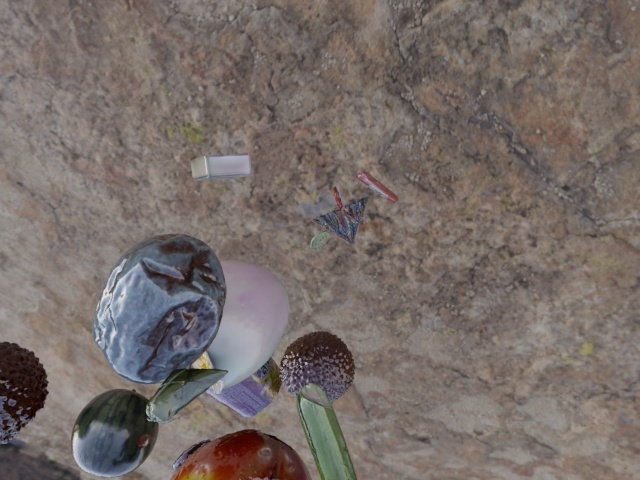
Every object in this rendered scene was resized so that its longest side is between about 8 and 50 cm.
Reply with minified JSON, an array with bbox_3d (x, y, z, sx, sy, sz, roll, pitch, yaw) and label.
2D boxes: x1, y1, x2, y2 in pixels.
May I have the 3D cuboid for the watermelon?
[{"bbox_3d":[-0.516,0.483,1.181,0.212,0.212,0.212,8,134,8],"label":"watermelon"}]

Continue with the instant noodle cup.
[{"bbox_3d":[-0.322,0.529,1.885,0.340,0.339,0.266,-22,120,31],"label":"instant noodle cup"}]

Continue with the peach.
[{"bbox_3d":[-0.206,0.626,1.033,0.339,0.353,0.416,47,137,-1],"label":"peach"}]

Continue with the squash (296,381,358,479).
[{"bbox_3d":[0.014,0.386,0.880,0.069,0.238,0.069,-20,166,-5],"label":"squash"}]

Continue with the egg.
[{"bbox_3d":[-0.249,0.211,1.370,0.355,0.340,0.354,37,144,32],"label":"egg"}]

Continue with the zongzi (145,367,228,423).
[{"bbox_3d":[-0.230,0.263,0.797,0.119,0.109,0.055,-13,112,25],"label":"zongzi"}]

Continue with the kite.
[{"bbox_3d":[0.066,-0.071,1.400,0.009,0.232,0.189,4,117,55],"label":"kite"}]

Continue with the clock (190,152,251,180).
[{"bbox_3d":[-0.312,-0.229,1.460,0.192,0.147,0.071,7,104,61],"label":"clock"}]

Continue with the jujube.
[{"bbox_3d":[-0.322,0.129,0.945,0.247,0.215,0.308,24,106,-42],"label":"jujube"}]

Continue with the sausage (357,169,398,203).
[{"bbox_3d":[0.163,-0.146,1.297,0.029,0.029,0.223,-20,153,30],"label":"sausage"}]

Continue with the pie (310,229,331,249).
[{"bbox_3d":[0.000,0.000,1.621,0.085,0.017,0.085,-23,143,-19],"label":"pie"}]

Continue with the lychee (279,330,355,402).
[{"bbox_3d":[-0.011,0.470,1.718,0.276,0.275,0.304,-5,154,20],"label":"lychee"}]

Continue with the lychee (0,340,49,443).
[{"bbox_3d":[-0.802,0.361,1.080,0.264,0.300,0.264,8,104,35],"label":"lychee"}]
